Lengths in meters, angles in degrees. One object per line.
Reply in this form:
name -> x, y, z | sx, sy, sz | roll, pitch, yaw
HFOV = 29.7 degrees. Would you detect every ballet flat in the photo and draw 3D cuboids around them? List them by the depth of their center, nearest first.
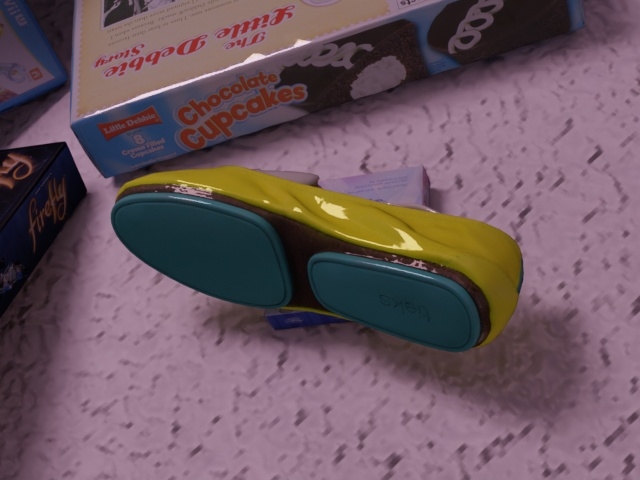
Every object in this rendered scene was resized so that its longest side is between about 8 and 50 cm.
ballet flat -> 0.000, 0.000, 0.641 | 0.231, 0.077, 0.077 | 14, 42, 26

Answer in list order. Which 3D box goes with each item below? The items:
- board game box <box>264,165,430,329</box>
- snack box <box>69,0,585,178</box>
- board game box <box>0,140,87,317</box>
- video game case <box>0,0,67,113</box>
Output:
board game box -> 0.017, 0.004, 0.683 | 0.090, 0.020, 0.090 | -7, 54, 17
snack box -> -0.008, -0.168, 0.797 | 0.322, 0.060, 0.187 | -16, 48, 10
board game box -> -0.260, 0.028, 0.711 | 0.165, 0.042, 0.243 | -6, 33, 18
video game case -> -0.272, -0.127, 0.820 | 0.166, 0.119, 0.015 | -31, 3, -28
